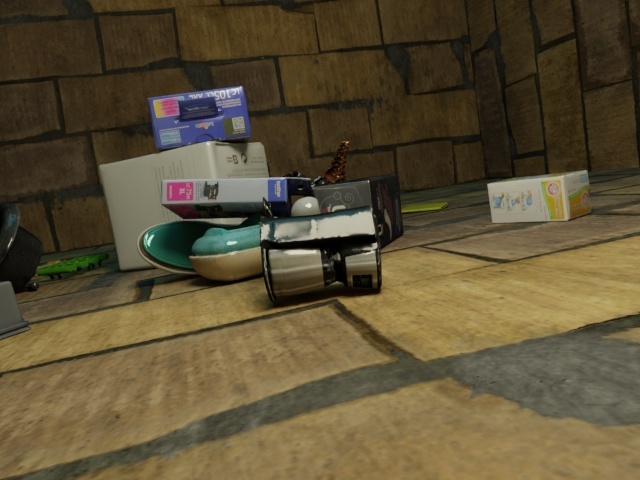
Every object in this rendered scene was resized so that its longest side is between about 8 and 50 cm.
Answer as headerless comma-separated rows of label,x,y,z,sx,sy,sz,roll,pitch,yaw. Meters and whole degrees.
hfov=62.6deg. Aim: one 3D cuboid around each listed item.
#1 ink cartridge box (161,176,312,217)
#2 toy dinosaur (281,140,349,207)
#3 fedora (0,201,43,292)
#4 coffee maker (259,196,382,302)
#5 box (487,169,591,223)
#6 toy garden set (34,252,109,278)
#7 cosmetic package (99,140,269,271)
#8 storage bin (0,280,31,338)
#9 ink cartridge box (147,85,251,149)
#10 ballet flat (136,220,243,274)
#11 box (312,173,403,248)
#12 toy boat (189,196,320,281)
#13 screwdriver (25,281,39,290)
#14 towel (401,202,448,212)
ink cartridge box,-0.172,-0.090,1.161,0.310,0.065,0.186,-4,-7,-1
toy dinosaur,-0.016,-0.125,1.432,0.164,0.322,0.218,21,21,32
fedora,-0.887,0.059,1.450,0.333,0.334,0.152,-4,-28,38
coffee maker,0.000,0.000,0.810,0.178,0.172,0.120,-7,-10,0
box,0.528,-0.103,1.275,0.114,0.103,0.203,-14,8,-35
toy garden set,-0.847,0.095,1.729,0.203,0.049,0.244,-6,7,7
cosmetic package,-0.389,-0.108,1.616,0.393,0.328,0.329,-7,6,21
storage bin,-0.576,0.124,0.879,0.098,0.091,0.135,-5,6,30
ink cartridge box,-0.350,-0.348,1.567,0.269,0.151,0.395,-10,8,-9
ballet flat,-0.258,0.021,1.300,0.399,0.139,0.139,-8,5,-35
box,0.101,-0.070,1.298,0.143,0.166,0.270,-4,8,22
toy boat,-0.106,-0.005,1.094,0.318,0.148,0.267,-3,8,44
screwdriver,-0.834,0.136,1.499,0.024,0.025,0.169,-16,0,-42
towel,0.369,-0.119,2.041,0.237,0.021,0.102,-4,14,32
